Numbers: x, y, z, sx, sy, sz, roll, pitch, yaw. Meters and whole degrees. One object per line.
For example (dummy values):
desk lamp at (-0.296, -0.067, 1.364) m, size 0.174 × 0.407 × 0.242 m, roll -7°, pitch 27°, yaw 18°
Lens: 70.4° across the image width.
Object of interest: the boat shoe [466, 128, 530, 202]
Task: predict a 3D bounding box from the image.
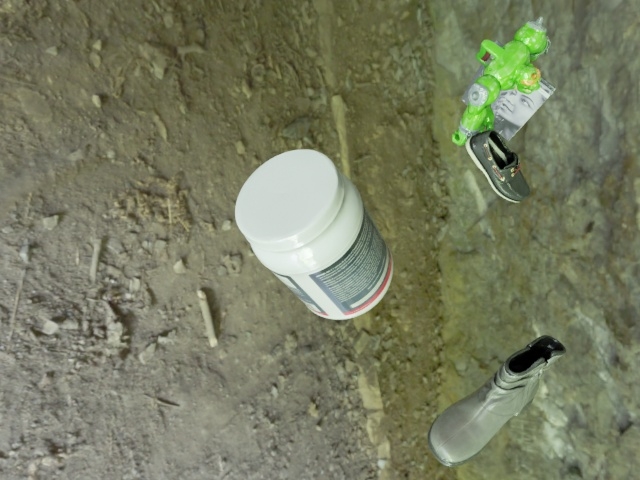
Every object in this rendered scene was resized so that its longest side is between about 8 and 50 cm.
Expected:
boat shoe at (0.270, -0.107, 0.669) m, size 0.133 × 0.042 × 0.049 m, roll 45°, pitch 65°, yaw -18°

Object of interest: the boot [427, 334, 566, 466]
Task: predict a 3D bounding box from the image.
boot at (0.278, 0.243, 0.727) m, size 0.246 × 0.083 × 0.161 m, roll -23°, pitch 137°, yaw -27°

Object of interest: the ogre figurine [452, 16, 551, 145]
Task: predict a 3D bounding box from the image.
ogre figurine at (0.266, -0.236, 0.665) m, size 0.097 × 0.197 × 0.118 m, roll 61°, pitch 10°, yaw 16°

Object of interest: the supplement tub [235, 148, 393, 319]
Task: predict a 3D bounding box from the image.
supplement tub at (0.000, 0.000, 0.759) m, size 0.272 × 0.191 × 0.191 m, roll 53°, pitch 43°, yaw -51°

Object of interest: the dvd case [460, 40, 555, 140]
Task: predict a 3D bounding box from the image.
dvd case at (0.427, -0.340, 1.061) m, size 0.018 × 0.164 × 0.221 m, roll -43°, pitch 170°, yaw -11°
